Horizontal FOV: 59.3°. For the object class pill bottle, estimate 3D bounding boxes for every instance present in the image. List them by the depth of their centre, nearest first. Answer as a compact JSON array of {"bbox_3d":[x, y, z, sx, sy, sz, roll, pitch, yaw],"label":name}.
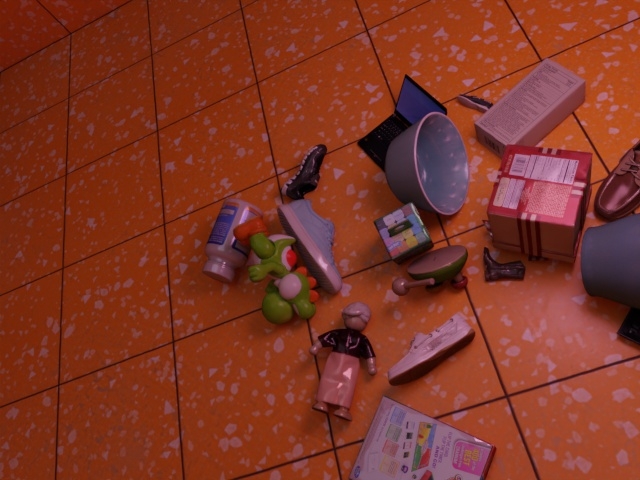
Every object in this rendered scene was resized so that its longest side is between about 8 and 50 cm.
[{"bbox_3d":[-0.312,0.004,1.957,0.152,0.152,0.272,10,70,28],"label":"pill bottle"}]

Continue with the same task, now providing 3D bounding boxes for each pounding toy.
[{"bbox_3d":[0.340,0.112,1.630,0.236,0.110,0.182,-33,13,-36],"label":"pounding toy"}]

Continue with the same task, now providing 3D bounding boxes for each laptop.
[{"bbox_3d":[0.269,-0.380,1.899,0.264,0.136,0.234,-38,56,2],"label":"laptop"}]

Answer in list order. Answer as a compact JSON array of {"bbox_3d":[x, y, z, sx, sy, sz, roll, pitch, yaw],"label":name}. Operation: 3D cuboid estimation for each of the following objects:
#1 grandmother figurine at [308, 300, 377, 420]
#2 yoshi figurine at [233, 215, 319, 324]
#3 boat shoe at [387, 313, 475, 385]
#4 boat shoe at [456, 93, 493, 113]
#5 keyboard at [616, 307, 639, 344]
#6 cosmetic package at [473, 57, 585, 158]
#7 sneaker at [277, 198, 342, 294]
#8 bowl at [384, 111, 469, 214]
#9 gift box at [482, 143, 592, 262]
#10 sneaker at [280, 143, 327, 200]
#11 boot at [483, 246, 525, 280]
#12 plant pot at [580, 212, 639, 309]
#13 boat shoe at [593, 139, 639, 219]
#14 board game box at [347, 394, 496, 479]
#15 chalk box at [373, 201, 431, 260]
[{"bbox_3d":[0.069,0.339,1.658,0.207,0.104,0.343,19,69,2],"label":"grandmother figurine"},{"bbox_3d":[-0.164,0.119,1.795,0.362,0.203,0.203,56,136,10],"label":"yoshi figurine"},{"bbox_3d":[0.295,0.304,1.574,0.277,0.098,0.096,-31,56,-4],"label":"boat shoe"},{"bbox_3d":[0.518,-0.466,1.885,0.125,0.046,0.038,32,81,30],"label":"boat shoe"},{"bbox_3d":[0.883,0.289,1.355,0.317,0.033,0.202,29,73,33],"label":"keyboard"},{"bbox_3d":[0.652,-0.401,1.754,0.309,0.113,0.160,-40,56,0],"label":"cosmetic package"},{"bbox_3d":[0.000,0.000,1.836,0.150,0.135,0.366,-25,67,-15],"label":"sneaker"},{"bbox_3d":[0.312,-0.223,1.733,0.163,0.311,0.312,-7,61,42],"label":"bowl"},{"bbox_3d":[0.589,-0.106,1.546,0.276,0.258,0.255,17,73,31],"label":"gift box"},{"bbox_3d":[-0.035,-0.233,2.000,0.106,0.078,0.234,36,87,30],"label":"sneaker"},{"bbox_3d":[0.530,0.064,1.619,0.114,0.037,0.107,-8,75,24],"label":"boot"},{"bbox_3d":[0.796,0.050,1.387,0.255,0.271,0.272,-1,64,39],"label":"plant pot"},{"bbox_3d":[0.873,-0.201,1.551,0.123,0.116,0.324,37,83,33],"label":"boat shoe"},{"bbox_3d":[0.262,0.581,1.463,0.316,0.064,0.242,18,74,30],"label":"board game box"},{"bbox_3d":[0.248,-0.020,1.665,0.132,0.213,0.132,-27,78,11],"label":"chalk box"}]
